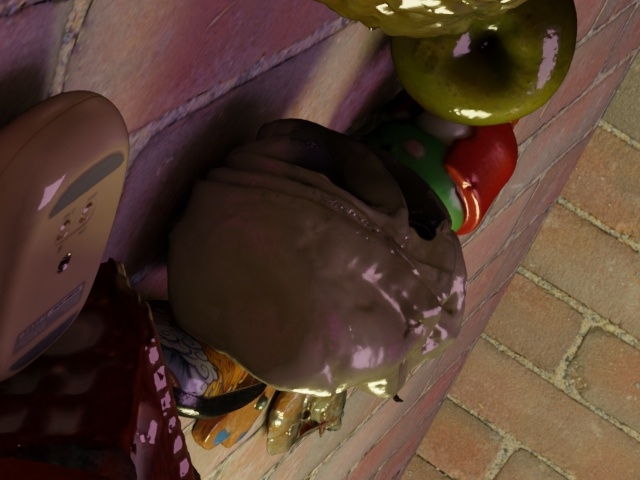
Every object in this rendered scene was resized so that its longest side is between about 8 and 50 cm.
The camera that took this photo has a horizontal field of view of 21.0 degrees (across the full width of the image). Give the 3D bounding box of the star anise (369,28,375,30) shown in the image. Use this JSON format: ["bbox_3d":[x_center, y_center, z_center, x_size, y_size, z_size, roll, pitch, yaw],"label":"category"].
[{"bbox_3d":[0.138,-0.305,1.605,0.282,0.129,0.212,-51,163,14],"label":"star anise"}]

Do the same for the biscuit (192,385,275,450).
[{"bbox_3d":[-0.047,0.125,2.127,0.324,0.049,0.205,-59,166,4],"label":"biscuit"}]

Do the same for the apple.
[{"bbox_3d":[0.169,-0.216,1.782,0.157,0.196,0.196,-95,-151,-61],"label":"apple"}]

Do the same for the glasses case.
[{"bbox_3d":[-0.124,0.109,1.608,0.082,0.122,0.321,-64,169,4],"label":"glasses case"}]

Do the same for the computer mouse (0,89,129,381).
[{"bbox_3d":[-0.203,-0.004,1.166,0.145,0.082,0.236,-45,165,-43],"label":"computer mouse"}]

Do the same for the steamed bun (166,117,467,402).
[{"bbox_3d":[0.000,0.000,1.564,0.320,0.275,0.206,-127,-128,-66],"label":"steamed bun"}]

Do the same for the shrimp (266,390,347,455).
[{"bbox_3d":[-0.020,0.252,2.495,0.164,0.062,0.317,-49,162,-11],"label":"shrimp"}]

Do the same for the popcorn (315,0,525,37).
[{"bbox_3d":[0.071,-0.267,1.263,0.249,0.249,0.225,33,69,-77],"label":"popcorn"}]

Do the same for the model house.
[{"bbox_3d":[-0.183,0.144,1.315,0.254,0.160,0.196,-85,167,-53],"label":"model house"}]

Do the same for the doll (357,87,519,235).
[{"bbox_3d":[0.130,-0.091,1.951,0.363,0.160,0.183,-52,-153,-18],"label":"doll"}]
